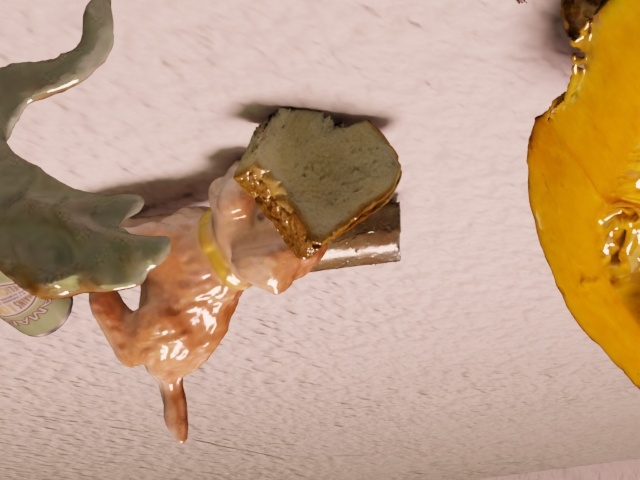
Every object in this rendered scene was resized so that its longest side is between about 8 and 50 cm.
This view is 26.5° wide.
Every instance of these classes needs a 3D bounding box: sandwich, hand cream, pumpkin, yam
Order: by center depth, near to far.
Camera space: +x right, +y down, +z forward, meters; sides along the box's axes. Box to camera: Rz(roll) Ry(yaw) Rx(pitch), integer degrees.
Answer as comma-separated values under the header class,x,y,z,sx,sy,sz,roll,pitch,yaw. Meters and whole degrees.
class,x,y,z,sx,sy,sz,roll,pitch,yaw
pumpkin,0.246,-0.069,0.723,0.232,0.242,0.325,-30,164,-18
sandwich,0.001,-0.048,0.889,0.105,0.093,0.036,-32,176,-31
yam,0.000,0.000,1.062,0.132,0.054,0.054,-7,162,7
hand cream,-0.266,0.019,1.068,0.086,0.055,0.235,-12,153,14

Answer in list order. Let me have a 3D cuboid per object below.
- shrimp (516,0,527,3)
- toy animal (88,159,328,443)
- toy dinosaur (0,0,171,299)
class,x,y,z,sx,sy,sz,roll,pitch,yaw
shrimp,0.070,-0.146,0.627,0.065,0.057,0.165,-24,148,9
toy animal,-0.063,0.041,0.988,0.185,0.184,0.104,-19,-177,20
toy dinosaur,-0.215,-0.099,0.538,0.393,0.205,0.092,9,174,22
